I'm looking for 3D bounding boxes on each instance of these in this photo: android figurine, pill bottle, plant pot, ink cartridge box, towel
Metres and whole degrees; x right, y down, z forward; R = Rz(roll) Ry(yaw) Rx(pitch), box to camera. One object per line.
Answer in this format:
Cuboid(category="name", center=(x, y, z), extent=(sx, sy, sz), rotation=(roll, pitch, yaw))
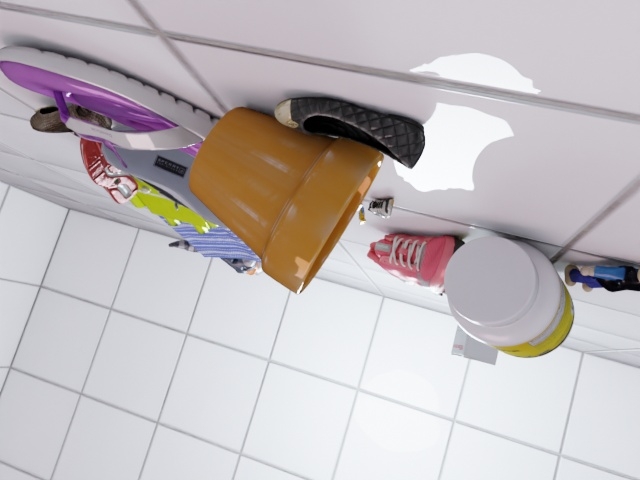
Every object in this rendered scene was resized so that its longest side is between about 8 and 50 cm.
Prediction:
Cuboid(category="android figurine", center=(-0.355, -0.099, 1.338), extent=(0.249, 0.056, 0.272), rotation=(16, 159, 12))
Cuboid(category="pill bottle", center=(0.340, 0.105, 1.016), extent=(0.188, 0.187, 0.334), rotation=(12, 170, 33))
Cuboid(category="plant pot", center=(-0.052, -0.066, 0.712), extent=(0.188, 0.205, 0.205), rotation=(31, 173, 5))
Cuboid(category="ink cartridge box", center=(0.428, 0.218, 1.514), extent=(0.093, 0.212, 0.154), rotation=(16, 172, 3))
Cuboid(category="towel", center=(-0.331, -0.033, 1.564), extent=(0.243, 0.040, 0.336), rotation=(2, 149, 32))

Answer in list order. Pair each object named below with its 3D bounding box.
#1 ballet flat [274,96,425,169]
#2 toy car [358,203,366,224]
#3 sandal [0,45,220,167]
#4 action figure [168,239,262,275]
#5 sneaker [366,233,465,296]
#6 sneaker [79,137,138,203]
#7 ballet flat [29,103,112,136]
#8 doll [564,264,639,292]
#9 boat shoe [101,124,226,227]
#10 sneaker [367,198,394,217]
Cuboid(category="ballet flat", center=(0.029, -0.121, 0.616), extent=(0.173, 0.049, 0.057), rotation=(15, 171, 13))
Cuboid(category="toy car", center=(0.048, -0.061, 1.009), extent=(0.060, 0.040, 0.122), rotation=(-6, 166, 7))
Cuboid(category="sandal", center=(-0.247, -0.149, 0.798), extent=(0.417, 0.102, 0.169), rotation=(20, 171, -22))
Cuboid(category="action figure", center=(-0.321, 0.019, 1.858), extent=(0.330, 0.178, 0.341), rotation=(31, 164, -22))
Cuboid(category="sneaker", center=(0.182, 0.040, 1.165), extent=(0.136, 0.115, 0.314), rotation=(20, 172, -11))
Cuboid(category="sneaker", center=(-0.472, -0.171, 1.177), extent=(0.128, 0.087, 0.221), rotation=(37, 155, 19))
Cuboid(category="ballet flat", center=(-0.420, -0.209, 0.940), extent=(0.084, 0.058, 0.250), rotation=(-22, -155, -37))
Cuboid(category="doll", center=(0.487, 0.062, 0.937), extent=(0.129, 0.046, 0.189), rotation=(17, 172, -11))
Cuboid(category="boat shoe", center=(-0.250, -0.111, 1.043), extent=(0.307, 0.113, 0.105), rotation=(21, 177, -14))
Cuboid(category="sneaker", center=(0.102, -0.056, 0.968), extent=(0.037, 0.031, 0.083), rotation=(17, 171, -5))
